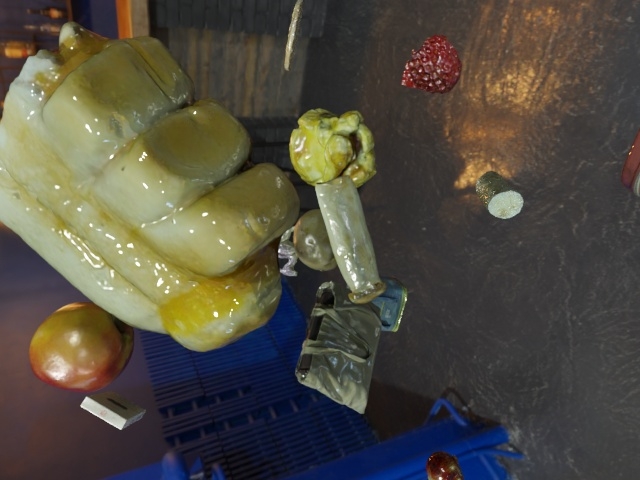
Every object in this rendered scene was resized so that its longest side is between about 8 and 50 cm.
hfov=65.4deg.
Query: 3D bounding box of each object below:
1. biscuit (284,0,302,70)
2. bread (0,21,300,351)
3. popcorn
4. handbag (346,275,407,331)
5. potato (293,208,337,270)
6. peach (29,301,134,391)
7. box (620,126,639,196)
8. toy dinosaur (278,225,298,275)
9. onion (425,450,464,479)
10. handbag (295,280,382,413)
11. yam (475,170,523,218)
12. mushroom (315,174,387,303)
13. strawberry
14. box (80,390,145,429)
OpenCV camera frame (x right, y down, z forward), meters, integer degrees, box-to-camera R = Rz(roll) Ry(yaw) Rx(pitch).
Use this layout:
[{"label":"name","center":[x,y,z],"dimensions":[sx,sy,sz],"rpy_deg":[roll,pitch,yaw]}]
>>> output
[{"label":"biscuit","center":[-0.059,-0.446,1.082],"dimensions":[0.152,0.020,0.152],"rpy_deg":[-168,90,-86]},{"label":"bread","center":[-0.170,-0.043,0.570],"dimensions":[0.341,0.210,0.300],"rpy_deg":[40,134,-2]},{"label":"popcorn","center":[0.049,-0.247,1.402],"dimensions":[0.276,0.276,0.226],"rpy_deg":[23,104,61]},{"label":"handbag","center":[0.243,0.291,2.310],"dimensions":[0.222,0.241,0.263],"rpy_deg":[-133,51,-67]},{"label":"potato","center":[0.000,0.000,1.465],"dimensions":[0.178,0.235,0.160],"rpy_deg":[44,112,4]},{"label":"peach","center":[-0.801,0.360,1.673],"dimensions":[0.308,0.332,0.308],"rpy_deg":[64,176,7]},{"label":"box","center":[0.827,-0.290,1.134],"dimensions":[0.108,0.263,0.404],"rpy_deg":[32,127,38]},{"label":"toy dinosaur","center":[-0.154,0.006,2.073],"dimensions":[0.294,0.162,0.077],"rpy_deg":[60,179,4]},{"label":"onion","center":[0.377,0.699,1.523],"dimensions":[0.117,0.118,0.119],"rpy_deg":[15,111,63]},{"label":"handbag","center":[0.067,0.279,1.361],"dimensions":[0.109,0.253,0.316],"rpy_deg":[-13,52,45]},{"label":"yam","center":[0.557,-0.148,1.581],"dimensions":[0.183,0.107,0.107],"rpy_deg":[-96,12,-58]},{"label":"mushroom","center":[0.073,0.000,1.186],"dimensions":[0.081,0.100,0.312],"rpy_deg":[-129,21,-84]},{"label":"strawberry","center":[0.422,-0.616,1.808],"dimensions":[0.178,0.234,0.234],"rpy_deg":[44,144,12]},{"label":"box","center":[-0.412,0.338,1.003],"dimensions":[0.024,0.090,0.167],"rpy_deg":[-60,0,-14]}]
